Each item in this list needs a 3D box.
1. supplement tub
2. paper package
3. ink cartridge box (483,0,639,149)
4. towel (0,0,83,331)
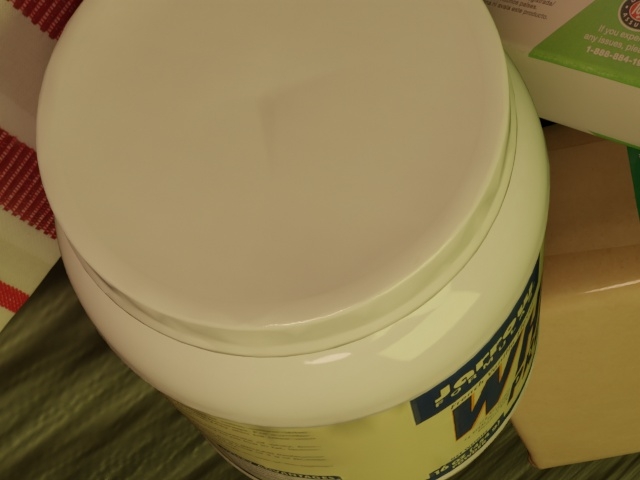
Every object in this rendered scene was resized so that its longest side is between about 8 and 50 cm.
[{"bbox_3d":[0.000,0.000,0.661,0.235,0.235,0.325,-46,160,-10],"label":"supplement tub"},{"bbox_3d":[0.280,0.033,0.984,0.325,0.168,0.309,-13,146,17],"label":"paper package"},{"bbox_3d":[0.225,-0.202,0.787,0.115,0.198,0.272,37,82,-47],"label":"ink cartridge box"},{"bbox_3d":[-0.168,-0.067,0.612,0.329,0.037,0.237,-52,155,-3],"label":"towel"}]
